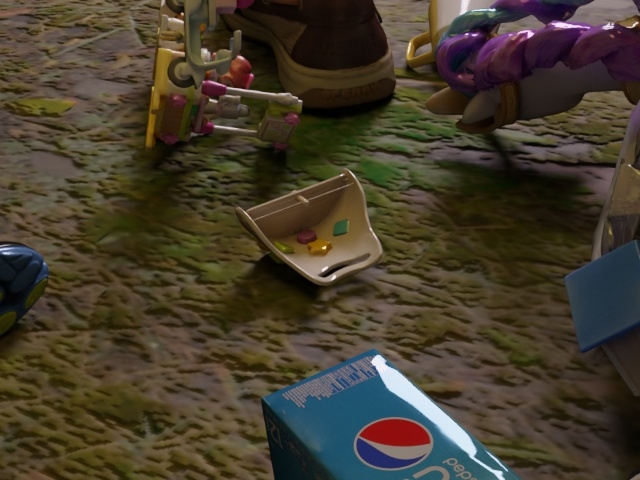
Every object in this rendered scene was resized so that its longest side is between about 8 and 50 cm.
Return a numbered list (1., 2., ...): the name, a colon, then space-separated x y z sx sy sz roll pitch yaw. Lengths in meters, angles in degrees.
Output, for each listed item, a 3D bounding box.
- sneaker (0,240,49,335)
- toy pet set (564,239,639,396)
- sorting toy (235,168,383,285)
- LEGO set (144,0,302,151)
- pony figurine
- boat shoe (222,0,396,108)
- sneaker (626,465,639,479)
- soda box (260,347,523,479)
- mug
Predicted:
1. sneaker: -0.262 0.035 0.774 0.188 0.067 0.078 -18 40 -12
2. toy pet set: 0.182 0.016 0.598 0.114 0.065 0.122 -32 4 33
3. sorting toy: 0.000 0.000 0.806 0.083 0.044 0.075 -21 42 -22
4. LEGO set: -0.074 -0.129 0.970 0.107 0.132 0.287 7 7 -9
5. pony figurine: 0.235 -0.126 0.773 0.364 0.302 0.351 -5 -5 9
6. boat shoe: -0.022 -0.234 1.102 0.123 0.123 0.342 -12 32 -8
7. sneaker: 0.265 0.102 0.526 0.269 0.101 0.153 5 36 23
8. soda box: 0.054 0.134 0.547 0.067 0.071 0.210 -21 34 -22
9. mug: 0.114 -0.167 1.046 0.062 0.078 0.064 24 41 -11
